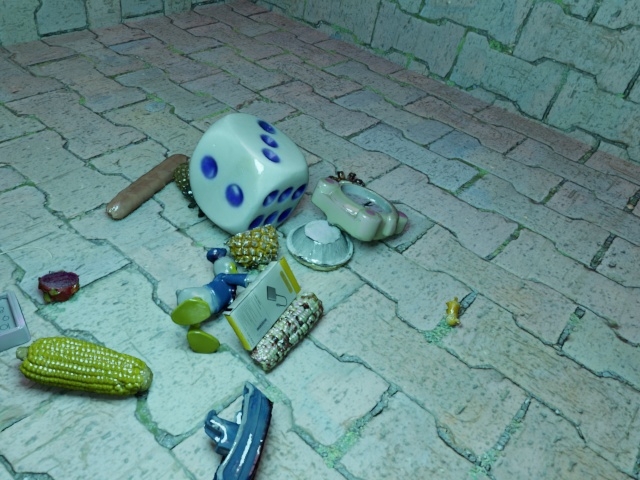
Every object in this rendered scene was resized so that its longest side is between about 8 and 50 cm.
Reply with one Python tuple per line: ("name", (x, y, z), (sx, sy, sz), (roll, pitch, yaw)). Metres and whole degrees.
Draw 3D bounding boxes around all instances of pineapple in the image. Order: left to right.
("pineapple", (-0.437, -0.177, 1.808), (0.119, 0.111, 0.237), (-31, 59, -5))
("pineapple", (-0.195, 0.042, 1.590), (0.176, 0.161, 0.137), (-6, 71, -54))

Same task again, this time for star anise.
("star anise", (0.098, -0.226, 2.008), (0.167, 0.057, 0.168), (1, 34, -1))

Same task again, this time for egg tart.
("egg tart", (0.000, 0.000, 1.697), (0.234, 0.094, 0.234), (7, 37, -5))

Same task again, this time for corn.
("corn", (-0.564, 0.301, 1.217), (0.321, 0.119, 0.119), (11, 40, -6))
("corn", (-0.088, 0.248, 1.403), (0.092, 0.092, 0.280), (27, 49, 19))

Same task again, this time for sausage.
("sausage", (-0.608, -0.203, 1.814), (0.087, 0.088, 0.433), (22, 42, 14))

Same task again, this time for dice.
("dice", (-0.234, -0.210, 1.666), (0.304, 0.304, 0.277), (46, 32, 15))

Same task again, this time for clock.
("clock", (-0.862, 0.222, 1.286), (0.197, 0.063, 0.150), (-20, 49, -30))
("clock", (0.146, -0.108, 1.772), (0.309, 0.114, 0.284), (-5, 37, -49))

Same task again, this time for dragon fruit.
("dragon fruit", (-0.727, 0.133, 1.419), (0.112, 0.068, 0.126), (-8, 28, -44))

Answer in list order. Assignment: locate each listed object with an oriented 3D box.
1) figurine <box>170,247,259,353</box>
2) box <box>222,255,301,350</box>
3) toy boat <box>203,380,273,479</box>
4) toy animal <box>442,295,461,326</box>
("figurine", (-0.262, 0.123, 1.427), (0.283, 0.205, 0.338), (0, 38, -12))
("box", (-0.150, 0.164, 1.365), (0.033, 0.129, 0.247), (-4, 32, 40))
("toy boat", (-0.197, 0.443, 1.116), (0.142, 0.129, 0.309), (21, 42, -4))
("toy animal", (0.403, 0.219, 1.544), (0.060, 0.081, 0.083), (22, 22, 10))
